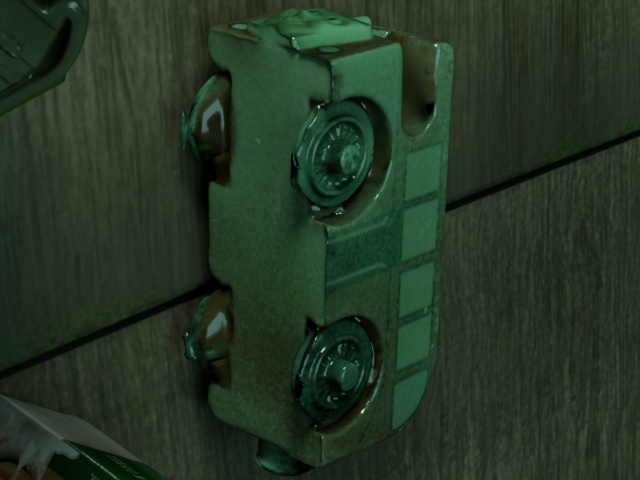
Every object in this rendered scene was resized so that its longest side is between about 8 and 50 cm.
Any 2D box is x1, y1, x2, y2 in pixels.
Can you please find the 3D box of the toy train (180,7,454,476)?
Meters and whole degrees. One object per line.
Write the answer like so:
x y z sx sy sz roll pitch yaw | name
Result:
0.000 0.000 1.097 0.159 0.129 0.326 -18 118 -41 | toy train

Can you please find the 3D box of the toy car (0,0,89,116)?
-0.228 -0.187 0.789 0.204 0.198 0.248 -26 138 23 | toy car

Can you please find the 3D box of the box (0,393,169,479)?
-0.152 0.193 0.993 0.081 0.199 0.135 26 88 -41 | box
